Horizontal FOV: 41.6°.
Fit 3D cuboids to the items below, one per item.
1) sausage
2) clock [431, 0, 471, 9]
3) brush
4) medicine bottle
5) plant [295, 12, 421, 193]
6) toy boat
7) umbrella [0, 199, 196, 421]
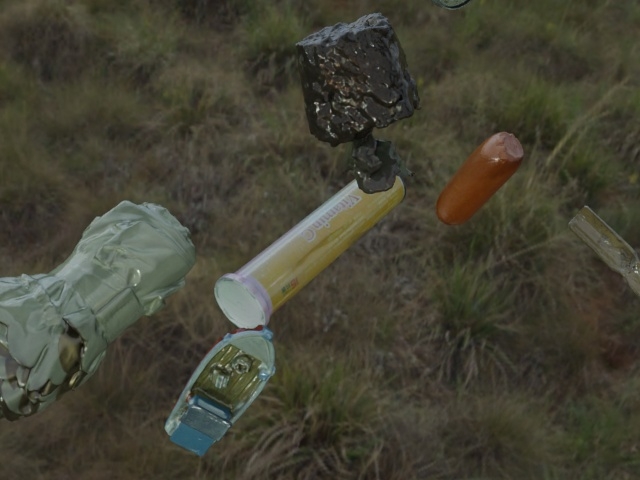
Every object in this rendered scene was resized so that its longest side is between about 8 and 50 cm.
[{"bbox_3d":[0.257,-0.097,1.389,0.076,0.197,0.076,19,45,-19],"label":"sausage"},{"bbox_3d":[0.166,-0.323,1.027,0.085,0.085,0.017,-11,36,-30],"label":"clock"},{"bbox_3d":[0.419,0.052,1.094,0.248,0.043,0.036,51,17,29],"label":"brush"},{"bbox_3d":[0.000,0.000,1.472,0.108,0.108,0.426,31,47,24],"label":"medicine bottle"},{"bbox_3d":[0.052,-0.160,1.010,0.131,0.203,0.142,-7,29,13],"label":"plant"},{"bbox_3d":[-0.099,0.151,0.860,0.069,0.173,0.058,33,17,-15],"label":"toy boat"},{"bbox_3d":[-0.122,0.034,0.398,0.143,0.062,0.067,-37,98,-24],"label":"umbrella"}]
